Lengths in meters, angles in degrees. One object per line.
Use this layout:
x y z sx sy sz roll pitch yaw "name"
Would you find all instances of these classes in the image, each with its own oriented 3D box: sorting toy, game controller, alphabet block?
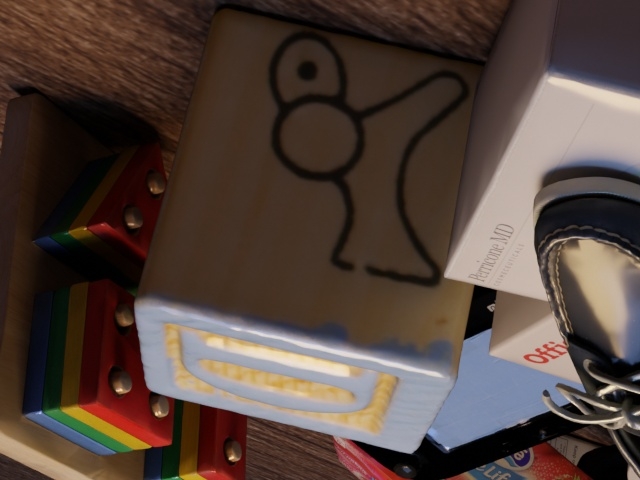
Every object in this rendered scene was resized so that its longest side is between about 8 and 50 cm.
-0.127 0.054 1.082 0.089 0.255 0.257 -13 149 25 "sorting toy"
0.134 0.106 1.193 0.166 0.067 0.319 34 136 -29 "game controller"
0.000 0.000 0.932 0.192 0.197 0.193 14 159 -1 "alphabet block"

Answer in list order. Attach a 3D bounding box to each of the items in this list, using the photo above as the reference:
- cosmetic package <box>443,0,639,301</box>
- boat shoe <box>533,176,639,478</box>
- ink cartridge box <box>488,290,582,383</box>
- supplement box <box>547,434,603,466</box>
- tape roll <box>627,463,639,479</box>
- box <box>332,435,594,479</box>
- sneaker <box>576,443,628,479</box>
0.198 -0.054 0.744 0.225 0.138 0.224 15 155 0 "cosmetic package"
0.168 0.070 0.735 0.095 0.079 0.254 0 142 33 "boat shoe"
0.277 0.040 0.974 0.278 0.117 0.201 18 157 -12 "ink cartridge box"
0.294 0.288 1.601 0.220 0.114 0.111 18 158 -16 "supplement box"
0.301 0.126 0.914 0.219 0.072 0.219 11 155 5 "tape roll"
0.143 0.223 1.374 0.257 0.122 0.128 39 165 17 "box"
0.427 0.250 1.329 0.202 0.185 0.483 25 155 -37 "sneaker"
